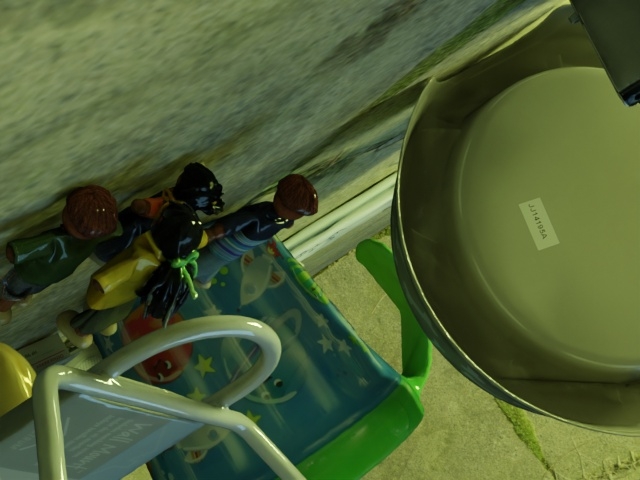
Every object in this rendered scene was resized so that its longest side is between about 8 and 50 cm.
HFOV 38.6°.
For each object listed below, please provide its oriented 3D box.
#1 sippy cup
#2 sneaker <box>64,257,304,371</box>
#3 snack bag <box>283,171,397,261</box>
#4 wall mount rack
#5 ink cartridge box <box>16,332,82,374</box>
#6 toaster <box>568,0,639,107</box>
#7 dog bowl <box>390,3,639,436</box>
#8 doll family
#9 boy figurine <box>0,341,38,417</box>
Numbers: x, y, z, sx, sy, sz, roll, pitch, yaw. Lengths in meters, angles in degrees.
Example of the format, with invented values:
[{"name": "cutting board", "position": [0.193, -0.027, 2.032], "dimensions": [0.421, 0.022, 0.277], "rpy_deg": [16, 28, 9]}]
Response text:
[{"name": "sippy cup", "position": [-0.069, 0.106, 0.754], "dimensions": [0.240, 0.224, 0.305], "rpy_deg": [-33, 176, 31]}, {"name": "sneaker", "position": [-0.150, 0.114, 0.942], "dimensions": [0.210, 0.137, 0.366], "rpy_deg": [-35, -179, 28]}, {"name": "snack bag", "position": [0.000, 0.000, 1.417], "dimensions": [0.323, 0.037, 0.342], "rpy_deg": [-32, 177, -1]}, {"name": "wall mount rack", "position": [-0.129, 0.196, 0.578], "dimensions": [0.350, 0.130, 0.304], "rpy_deg": [-34, 145, 19]}, {"name": "ink cartridge box", "position": [-0.252, 0.109, 0.796], "dimensions": [0.083, 0.028, 0.048], "rpy_deg": [-34, 176, 32]}, {"name": "toaster", "position": [0.264, -0.180, 0.601], "dimensions": [0.186, 0.110, 0.168], "rpy_deg": [-34, 177, 31]}, {"name": "dog bowl", "position": [0.216, -0.013, 0.742], "dimensions": [0.349, 0.348, 0.102], "rpy_deg": [-31, 172, -18]}, {"name": "doll family", "position": [-0.080, 0.000, 0.485], "dimensions": [0.111, 0.076, 0.193], "rpy_deg": [-40, 178, 33]}, {"name": "boy figurine", "position": [-0.288, 0.157, 0.669], "dimensions": [0.285, 0.092, 0.177], "rpy_deg": [-30, 175, 25]}]
